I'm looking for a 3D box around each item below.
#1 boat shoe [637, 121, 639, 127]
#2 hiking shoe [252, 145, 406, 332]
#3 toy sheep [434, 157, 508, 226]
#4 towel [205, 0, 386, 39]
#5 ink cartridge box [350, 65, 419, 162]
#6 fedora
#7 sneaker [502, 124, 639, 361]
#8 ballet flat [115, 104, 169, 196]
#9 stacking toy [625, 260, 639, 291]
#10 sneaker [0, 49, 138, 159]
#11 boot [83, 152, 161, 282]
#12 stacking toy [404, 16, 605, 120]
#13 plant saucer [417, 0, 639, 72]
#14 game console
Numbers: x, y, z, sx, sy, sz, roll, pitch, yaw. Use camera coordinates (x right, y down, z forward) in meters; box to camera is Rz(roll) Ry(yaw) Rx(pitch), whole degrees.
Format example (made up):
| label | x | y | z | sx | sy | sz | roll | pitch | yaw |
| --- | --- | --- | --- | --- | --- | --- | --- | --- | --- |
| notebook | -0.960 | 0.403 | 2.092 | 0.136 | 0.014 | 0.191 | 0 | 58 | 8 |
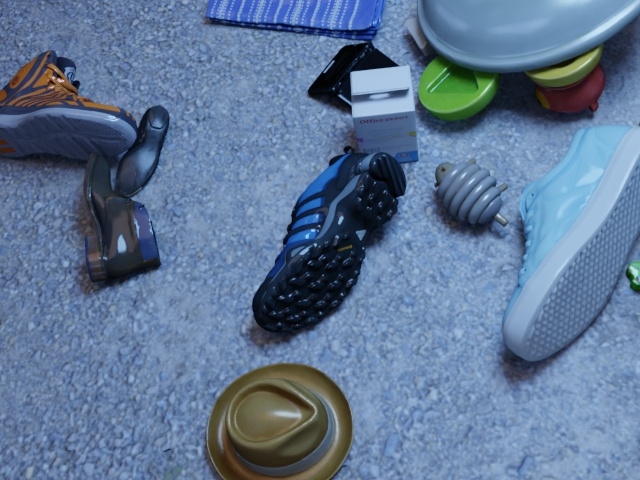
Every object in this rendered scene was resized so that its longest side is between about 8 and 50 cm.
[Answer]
| label | x | y | z | sx | sy | sz | roll | pitch | yaw |
| --- | --- | --- | --- | --- | --- | --- | --- | --- | --- |
| boat shoe | 0.492 | -0.159 | 1.056 | 0.059 | 0.063 | 0.170 | -1 | 60 | 2 |
| hiking shoe | 0.000 | 0.000 | 1.044 | 0.304 | 0.113 | 0.132 | -52 | 34 | -13 |
| toy sheep | 0.218 | -0.067 | 1.040 | 0.132 | 0.091 | 0.091 | 39 | 73 | 21 |
| towel | -0.034 | -0.497 | 1.312 | 0.336 | 0.040 | 0.243 | 10 | 85 | 15 |
| ink cartridge box | 0.097 | -0.192 | 1.097 | 0.092 | 0.143 | 0.090 | -5 | 59 | 6 |
| fedora | -0.056 | 0.229 | 0.915 | 0.194 | 0.079 | 0.194 | -4 | 59 | 7 |
| sneaker | 0.325 | -0.006 | 0.979 | 0.150 | 0.135 | 0.366 | 19 | 64 | 48 |
| ballet flat | -0.292 | -0.146 | 1.206 | 0.057 | 0.049 | 0.173 | 22 | 68 | -9 |
| stacking toy | 0.475 | 0.060 | 0.870 | 0.052 | 0.167 | 0.221 | -38 | 60 | -13 |
| sneaker | -0.429 | -0.239 | 1.216 | 0.321 | 0.125 | 0.180 | 5 | 60 | 21 |
| boot | -0.308 | -0.042 | 1.128 | 0.106 | 0.082 | 0.219 | -7 | 67 | -7 |
| stacking toy | 0.299 | -0.301 | 1.175 | 0.279 | 0.130 | 0.309 | -24 | 51 | 22 |
| plant saucer | 0.318 | -0.439 | 1.091 | 0.400 | 0.100 | 0.400 | -16 | 55 | 24 |
| game console | 0.058 | -0.270 | 1.228 | 0.107 | 0.071 | 0.122 | 9 | 56 | 49 |
